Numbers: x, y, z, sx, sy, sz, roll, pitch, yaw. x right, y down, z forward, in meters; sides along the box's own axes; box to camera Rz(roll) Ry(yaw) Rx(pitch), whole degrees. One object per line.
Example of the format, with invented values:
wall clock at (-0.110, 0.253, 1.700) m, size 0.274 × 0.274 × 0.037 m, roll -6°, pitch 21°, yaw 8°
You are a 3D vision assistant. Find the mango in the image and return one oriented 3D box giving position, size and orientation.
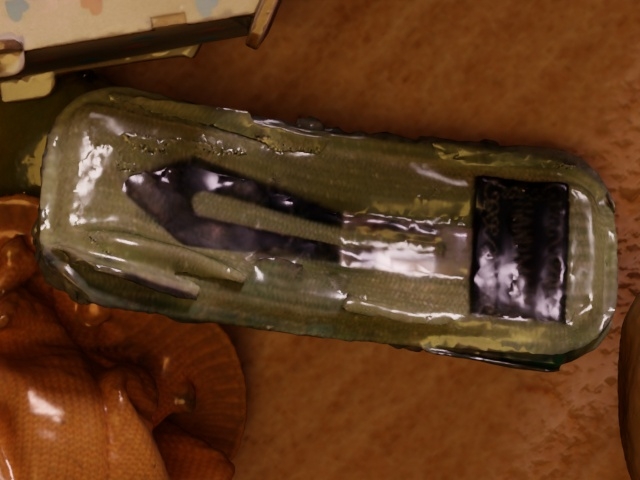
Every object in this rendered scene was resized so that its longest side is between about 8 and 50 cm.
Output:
mango at (-0.186, -0.026, 1.092) m, size 0.191 × 0.085 × 0.122 m, roll -35°, pitch 100°, yaw 16°

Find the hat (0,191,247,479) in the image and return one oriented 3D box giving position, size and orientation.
hat at (-0.160, 0.143, 1.017) m, size 0.233 × 0.233 × 0.244 m, roll 8°, pitch 129°, yaw -4°

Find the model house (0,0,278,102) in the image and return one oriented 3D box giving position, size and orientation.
model house at (-0.088, -0.249, 0.983) m, size 0.244 × 0.169 × 0.326 m, roll -9°, pitch 98°, yaw 4°

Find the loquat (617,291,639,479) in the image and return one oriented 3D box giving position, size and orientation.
loquat at (0.257, 0.089, 0.996) m, size 0.213 × 0.213 × 0.213 m, roll 3°, pitch 106°, yaw 9°

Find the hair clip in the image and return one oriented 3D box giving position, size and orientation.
hair clip at (0.000, 0.001, 1.032) m, size 0.321 × 0.091 × 0.138 m, roll 9°, pitch 66°, yaw -14°
